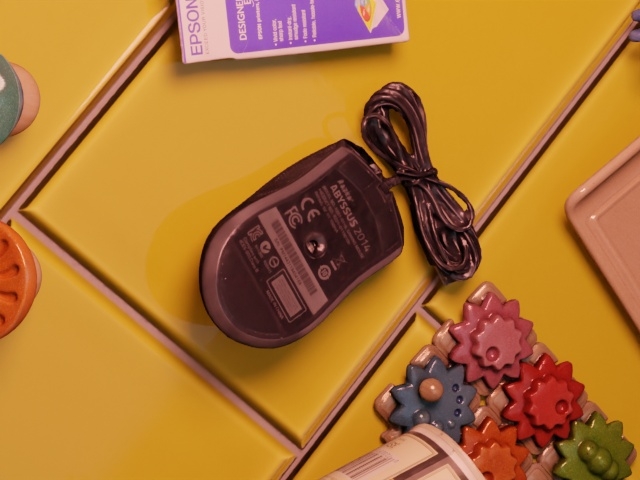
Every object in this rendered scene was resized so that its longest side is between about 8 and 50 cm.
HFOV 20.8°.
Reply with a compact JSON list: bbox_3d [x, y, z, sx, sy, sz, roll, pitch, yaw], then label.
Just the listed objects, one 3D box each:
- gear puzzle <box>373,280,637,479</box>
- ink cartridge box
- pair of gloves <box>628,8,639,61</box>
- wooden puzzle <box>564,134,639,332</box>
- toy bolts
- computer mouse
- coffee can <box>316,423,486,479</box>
[{"bbox_3d":[0.205,0.211,1.587,0.175,0.044,0.339,-46,109,-12],"label":"gear puzzle"},{"bbox_3d":[-0.034,-0.258,1.449,0.208,0.045,0.206,-8,98,-22],"label":"ink cartridge box"},{"bbox_3d":[0.347,-0.241,1.589,0.159,0.023,0.198,-8,76,-11],"label":"pair of gloves"},{"bbox_3d":[0.354,-0.012,1.634,0.221,0.044,0.239,-39,112,-15],"label":"wooden puzzle"},{"bbox_3d":[-0.304,-0.048,1.340,0.218,0.158,0.228,18,99,17],"label":"toy bolts"},{"bbox_3d":[0.000,0.000,1.479,0.272,0.072,0.188,-31,103,-30],"label":"computer mouse"},{"bbox_3d":[0.012,0.300,1.428,0.275,0.201,0.201,-26,104,-16],"label":"coffee can"}]
